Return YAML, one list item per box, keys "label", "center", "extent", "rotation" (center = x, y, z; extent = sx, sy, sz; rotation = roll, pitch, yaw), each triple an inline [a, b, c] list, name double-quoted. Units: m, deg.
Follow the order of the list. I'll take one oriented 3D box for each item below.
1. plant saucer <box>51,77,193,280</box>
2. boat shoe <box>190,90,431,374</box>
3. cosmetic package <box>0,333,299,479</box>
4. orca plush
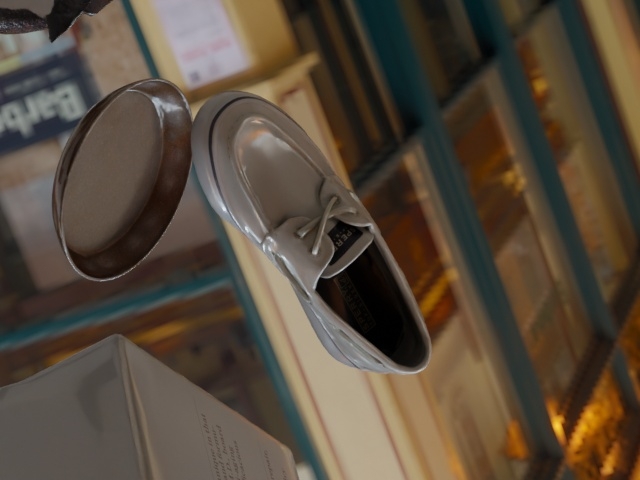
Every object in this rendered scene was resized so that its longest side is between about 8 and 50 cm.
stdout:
- label: "plant saucer"
  center: [-0.159, -0.051, 1.309]
  extent: [0.029, 0.168, 0.168]
  rotation: [23, -147, 25]
- label: "boat shoe"
  center: [0.000, 0.000, 1.266]
  extent: [0.096, 0.267, 0.088]
  rotation: [-39, -155, -22]
- label: "cosmetic package"
  center: [-0.217, 0.360, 1.746]
  extent: [0.329, 0.327, 0.393]
  rotation: [-26, 146, 16]
- label: "orca plush"
  center: [-0.316, -0.257, 1.583]
  extent: [0.287, 0.151, 0.102]
  rotation: [15, 169, 21]
